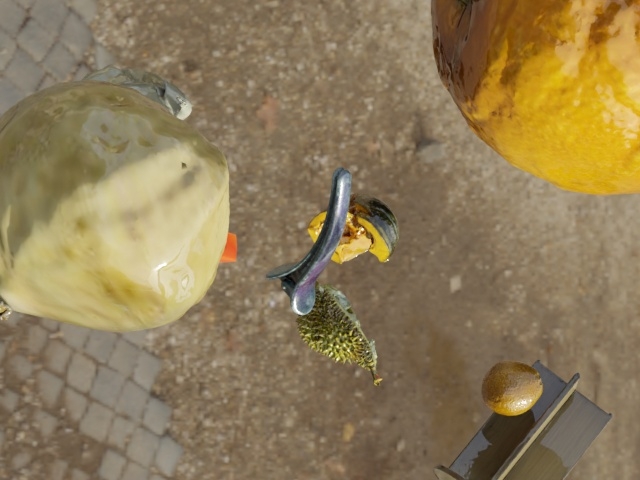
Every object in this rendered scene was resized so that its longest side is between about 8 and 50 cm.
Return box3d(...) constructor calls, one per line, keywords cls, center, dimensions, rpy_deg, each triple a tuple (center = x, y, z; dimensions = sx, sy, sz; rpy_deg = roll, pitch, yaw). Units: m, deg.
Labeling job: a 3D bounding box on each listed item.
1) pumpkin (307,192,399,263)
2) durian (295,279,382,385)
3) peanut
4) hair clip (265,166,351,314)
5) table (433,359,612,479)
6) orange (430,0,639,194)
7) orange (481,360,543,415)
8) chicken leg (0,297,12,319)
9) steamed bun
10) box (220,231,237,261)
box3d(cls="pumpkin", center=(0.077, -0.028, 1.870), dimensions=(0.107, 0.183, 0.119), rpy_deg=(-42, 119, -33))
box3d(cls="durian", center=(0.030, 0.161, 1.703), dimensions=(0.208, 0.102, 0.146), rpy_deg=(51, 2, 12))
box3d(cls="peanut", center=(-0.115, -0.016, 0.550), dimensions=(0.140, 0.159, 0.109), rpy_deg=(52, 45, -34))
box3d(cls="hair clip", center=(0.000, 0.000, 1.357), dimensions=(0.048, 0.275, 0.083), rpy_deg=(-25, 70, -35))
box3d(cls="table", center=(0.294, 0.292, 1.457), dimensions=(0.227, 0.167, 0.167), rpy_deg=(-48, 129, -13))
box3d(cls="orange", center=(0.197, -0.158, 0.681), dimensions=(0.261, 0.261, 0.261), rpy_deg=(7, 81, -54))
box3d(cls="orange", center=(0.259, 0.199, 1.394), dimensions=(0.085, 0.085, 0.085), rpy_deg=(7, 81, -54))
box3d(cls="chicken leg", center=(-0.404, 0.070, 1.287), dimensions=(0.085, 0.198, 0.069), rpy_deg=(-104, 173, -58))
box3d(cls="steamed bun", center=(-0.310, -0.186, 1.534), dimensions=(0.144, 0.211, 0.218), rpy_deg=(54, 32, -11))
box3d(cls="box", center=(-0.221, 0.004, 1.056), dimensions=(0.139, 0.245, 0.035), rpy_deg=(24, 67, -79))
